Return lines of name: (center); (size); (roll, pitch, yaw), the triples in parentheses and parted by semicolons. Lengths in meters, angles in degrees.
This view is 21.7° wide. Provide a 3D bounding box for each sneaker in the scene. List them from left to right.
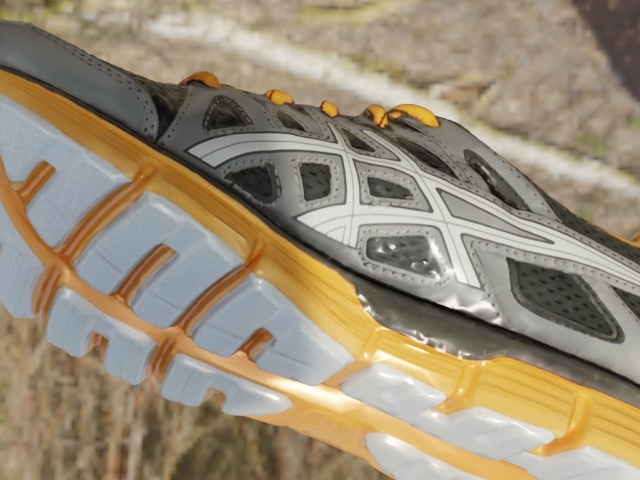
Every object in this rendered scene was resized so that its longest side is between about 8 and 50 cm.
sneaker: (0.000, 0.000, 0.411); (0.214, 0.083, 0.084); (28, 150, -16)
